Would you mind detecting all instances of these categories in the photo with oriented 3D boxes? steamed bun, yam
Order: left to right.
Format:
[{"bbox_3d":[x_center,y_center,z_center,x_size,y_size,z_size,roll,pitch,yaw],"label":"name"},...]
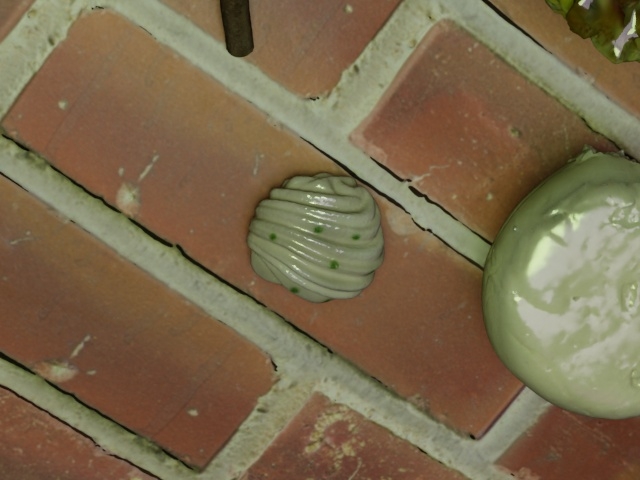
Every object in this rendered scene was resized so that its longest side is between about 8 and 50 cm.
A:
[{"bbox_3d":[-0.103,-0.338,1.820,0.045,0.045,0.327,0,142,3],"label":"yam"},{"bbox_3d":[0.000,0.000,2.017,0.183,0.106,0.183,-4,113,-10],"label":"steamed bun"},{"bbox_3d":[0.357,0.056,2.040,0.312,0.233,0.334,-37,104,7],"label":"steamed bun"}]

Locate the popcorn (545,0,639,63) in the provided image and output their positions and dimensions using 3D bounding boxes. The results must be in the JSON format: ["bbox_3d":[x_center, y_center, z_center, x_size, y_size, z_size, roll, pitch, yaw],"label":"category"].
[{"bbox_3d":[0.374,-0.344,1.881,0.293,0.237,0.293,-2,111,-6],"label":"popcorn"}]
